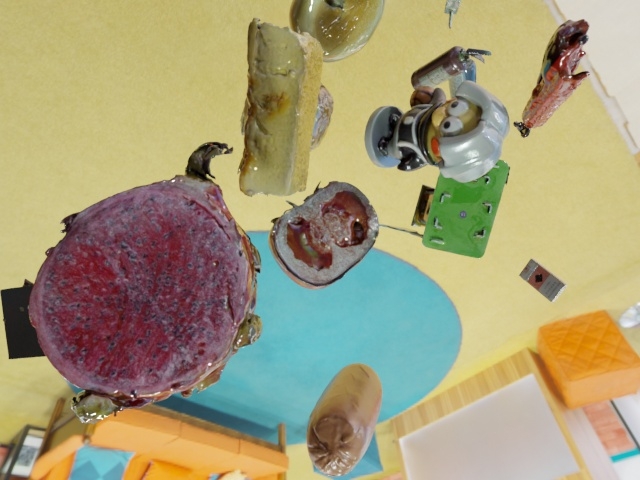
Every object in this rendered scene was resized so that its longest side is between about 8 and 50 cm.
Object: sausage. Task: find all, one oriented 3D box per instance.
[{"bbox_3d":[0.053,0.333,0.813,0.121,0.121,0.304,-20,176,13],"label":"sausage"}]

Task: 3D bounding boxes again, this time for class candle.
[{"bbox_3d":[0.387,-0.255,0.717,0.059,0.085,0.301,-10,169,9],"label":"candle"}]

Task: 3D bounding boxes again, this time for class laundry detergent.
[{"bbox_3d":[0.443,-0.461,1.309,0.061,0.096,0.206,-36,135,-15],"label":"laundry detergent"}]

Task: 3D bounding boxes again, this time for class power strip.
[{"bbox_3d":[0.378,-0.687,1.179,0.042,0.075,0.175,10,93,9],"label":"power strip"}]

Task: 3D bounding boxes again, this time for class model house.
[{"bbox_3d":[0.366,-0.140,1.384,0.339,0.323,0.301,12,98,-3],"label":"model house"}]

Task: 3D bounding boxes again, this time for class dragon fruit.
[{"bbox_3d":[-0.152,0.043,0.441,0.210,0.283,0.147,21,167,1],"label":"dragon fruit"}]

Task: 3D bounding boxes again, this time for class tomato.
[{"bbox_3d":[0.000,0.000,0.849,0.213,0.181,0.155,-31,172,-16],"label":"tomato"}]

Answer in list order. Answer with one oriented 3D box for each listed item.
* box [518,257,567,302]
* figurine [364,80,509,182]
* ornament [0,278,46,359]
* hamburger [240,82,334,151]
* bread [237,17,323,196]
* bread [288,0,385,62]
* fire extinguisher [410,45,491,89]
[{"bbox_3d":[0.437,0.078,0.824,0.012,0.083,0.046,2,124,-34],"label":"box"},{"bbox_3d":[0.206,-0.193,0.726,0.132,0.236,0.176,24,85,-41],"label":"figurine"},{"bbox_3d":[-0.581,0.159,0.961,0.153,0.196,0.167,-7,90,11],"label":"ornament"},{"bbox_3d":[-0.099,-0.376,1.252,0.259,0.284,0.144,21,171,-14],"label":"hamburger"},{"bbox_3d":[-0.072,-0.221,0.747,0.114,0.185,0.275,8,103,8],"label":"bread"},{"bbox_3d":[0.051,-0.741,1.344,0.332,0.160,0.333,-18,142,-15],"label":"bread"},{"bbox_3d":[0.354,-0.472,1.140,0.099,0.071,0.231,9,175,-26],"label":"fire extinguisher"}]
